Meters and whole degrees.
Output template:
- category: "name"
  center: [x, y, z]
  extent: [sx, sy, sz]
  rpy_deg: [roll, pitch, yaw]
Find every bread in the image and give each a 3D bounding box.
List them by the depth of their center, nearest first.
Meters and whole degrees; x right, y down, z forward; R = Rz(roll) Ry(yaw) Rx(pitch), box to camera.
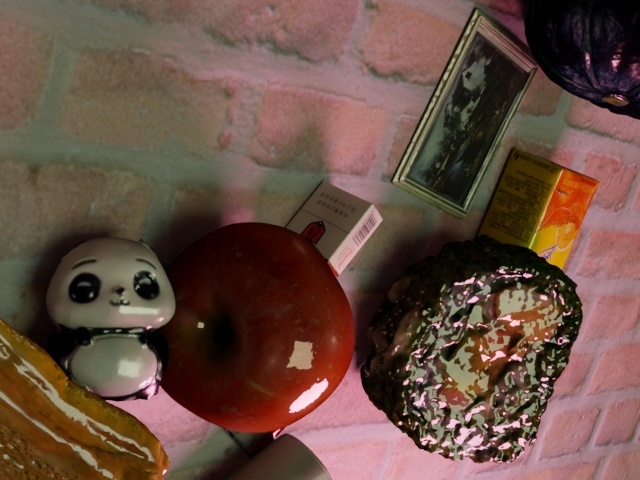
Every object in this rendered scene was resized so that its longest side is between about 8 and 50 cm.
- category: "bread"
  center: [-0.338, 0.178, 1.209]
  extent: [0.380, 0.185, 0.109]
  rpy_deg: [46, 37, -30]

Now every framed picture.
- category: "framed picture"
  center: [0.239, -0.189, 1.804]
  extent: [0.232, 0.019, 0.296]
  rpy_deg: [21, 95, -52]

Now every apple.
- category: "apple"
  center: [-0.086, 0.112, 1.423]
  extent: [0.216, 0.260, 0.260]
  rpy_deg: [10, 104, -65]

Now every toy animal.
- category: "toy animal"
  center: [-0.251, 0.086, 1.307]
  extent: [0.166, 0.138, 0.179]
  rpy_deg: [4, 102, -24]

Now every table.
- category: "table"
  center: [-0.098, 0.396, 1.670]
  extent: [0.220, 0.126, 0.126]
  rpy_deg: [-36, 135, -25]

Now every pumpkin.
- category: "pumpkin"
  center: [0.491, -0.331, 1.731]
  extent: [0.363, 0.363, 0.266]
  rpy_deg: [30, 82, -52]

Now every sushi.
- category: "sushi"
  center: [0.229, 0.165, 1.808]
  extent: [0.294, 0.178, 0.352]
  rpy_deg: [21, 99, -21]

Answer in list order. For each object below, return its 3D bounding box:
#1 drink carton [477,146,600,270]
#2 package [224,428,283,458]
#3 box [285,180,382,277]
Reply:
- category: "drink carton"
  center: [0.341, 0.030, 1.984]
  extent: [0.154, 0.111, 0.351]
  rpy_deg: [11, 104, -50]
- category: "package"
  center: [-0.086, 0.221, 1.664]
  extent: [0.154, 0.030, 0.239]
  rpy_deg: [-42, 144, -8]
- category: "box"
  center: [0.000, 0.000, 1.577]
  extent: [0.152, 0.100, 0.048]
  rpy_deg: [-53, 139, -12]
